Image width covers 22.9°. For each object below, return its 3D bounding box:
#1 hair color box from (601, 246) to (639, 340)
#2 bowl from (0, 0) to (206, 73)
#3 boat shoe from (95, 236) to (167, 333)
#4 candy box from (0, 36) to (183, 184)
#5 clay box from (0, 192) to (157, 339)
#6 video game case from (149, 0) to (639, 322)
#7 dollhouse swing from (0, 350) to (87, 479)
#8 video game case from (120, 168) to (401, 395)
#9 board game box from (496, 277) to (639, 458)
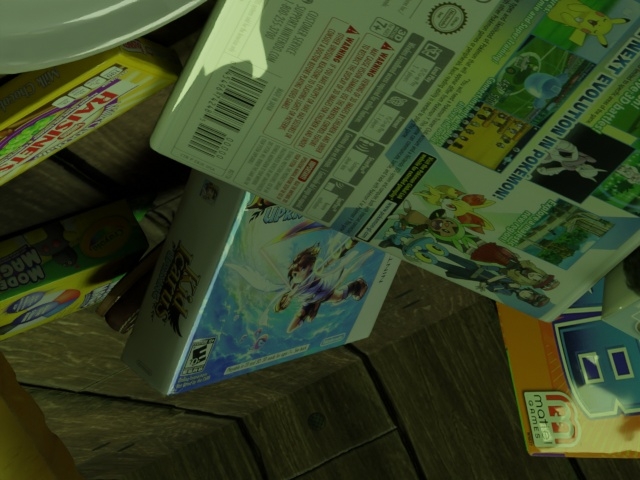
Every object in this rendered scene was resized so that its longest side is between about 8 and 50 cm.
[{"bbox_3d":[0.301,-0.114,1.055,0.113,0.375,0.185,26,144,-20],"label":"hair color box"},{"bbox_3d":[-0.095,-0.150,0.543,0.297,0.134,0.298,-26,169,-5],"label":"bowl"},{"bbox_3d":[-0.093,0.011,1.313,0.207,0.073,0.073,-43,-178,-19],"label":"boat shoe"},{"bbox_3d":[-0.191,-0.069,0.991,0.205,0.027,0.105,-29,173,15],"label":"candy box"},{"bbox_3d":[-0.236,0.033,1.305,0.222,0.053,0.127,-21,168,-28],"label":"clay box"},{"bbox_3d":[0.080,-0.085,0.919,0.329,0.299,0.036,127,-16,-56],"label":"video game case"},{"bbox_3d":[-0.287,0.197,1.237,0.305,0.347,0.315,-39,167,10],"label":"dollhouse swing"},{"bbox_3d":[-0.015,-0.012,1.273,0.269,0.061,0.244,-12,130,-52],"label":"video game case"},{"bbox_3d":[0.397,-0.021,1.449,0.356,0.357,0.356,-17,-174,-43],"label":"board game box"}]
